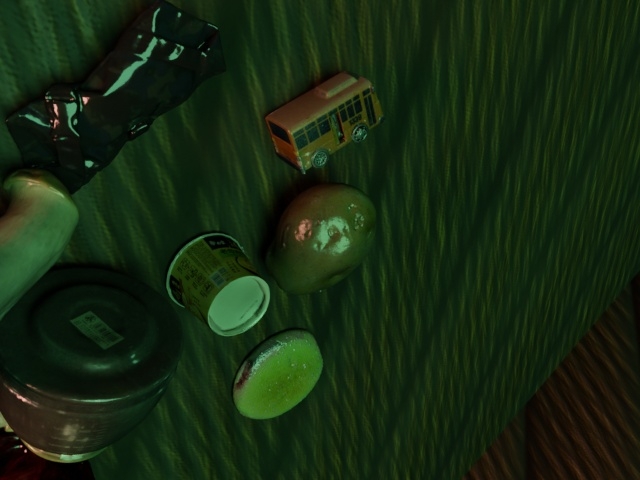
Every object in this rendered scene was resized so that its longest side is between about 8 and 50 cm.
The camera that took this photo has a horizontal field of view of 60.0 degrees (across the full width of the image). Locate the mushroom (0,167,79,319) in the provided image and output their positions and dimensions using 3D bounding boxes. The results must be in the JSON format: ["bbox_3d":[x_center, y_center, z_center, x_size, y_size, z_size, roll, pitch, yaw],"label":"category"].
[{"bbox_3d":[-0.369,0.049,0.613,0.328,0.159,0.122,-73,146,-41],"label":"mushroom"}]

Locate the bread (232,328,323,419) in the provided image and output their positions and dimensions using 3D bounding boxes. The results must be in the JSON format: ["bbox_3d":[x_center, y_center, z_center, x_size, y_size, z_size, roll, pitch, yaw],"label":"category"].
[{"bbox_3d":[-0.082,0.290,1.181,0.229,0.033,0.228,-19,125,-30],"label":"bread"}]

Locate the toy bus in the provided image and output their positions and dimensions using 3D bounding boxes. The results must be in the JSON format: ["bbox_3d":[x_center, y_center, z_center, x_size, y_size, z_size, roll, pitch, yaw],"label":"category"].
[{"bbox_3d":[0.010,-0.203,0.917,0.182,0.091,0.103,-34,133,-17],"label":"toy bus"}]

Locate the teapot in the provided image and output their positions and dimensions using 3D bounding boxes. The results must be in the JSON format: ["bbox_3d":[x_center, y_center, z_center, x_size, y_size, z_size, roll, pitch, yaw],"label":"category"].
[{"bbox_3d":[-0.367,0.196,0.751,0.322,0.239,0.239,-6,132,-44],"label":"teapot"}]

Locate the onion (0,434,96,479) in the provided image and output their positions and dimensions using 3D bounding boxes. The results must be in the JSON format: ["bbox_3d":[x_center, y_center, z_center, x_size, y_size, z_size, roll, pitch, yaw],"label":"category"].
[{"bbox_3d":[-0.467,0.414,0.815,0.281,0.221,0.280,1,87,-30],"label":"onion"}]

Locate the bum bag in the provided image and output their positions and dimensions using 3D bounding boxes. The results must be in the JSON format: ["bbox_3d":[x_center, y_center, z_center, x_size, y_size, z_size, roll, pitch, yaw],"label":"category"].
[{"bbox_3d":[-0.258,-0.186,0.713,0.310,0.074,0.137,-42,147,-4],"label":"bum bag"}]

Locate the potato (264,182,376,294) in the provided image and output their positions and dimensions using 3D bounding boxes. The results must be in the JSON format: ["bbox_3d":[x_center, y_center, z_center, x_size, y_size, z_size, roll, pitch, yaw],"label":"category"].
[{"bbox_3d":[0.000,0.000,0.993,0.178,0.160,0.235,36,105,-22],"label":"potato"}]

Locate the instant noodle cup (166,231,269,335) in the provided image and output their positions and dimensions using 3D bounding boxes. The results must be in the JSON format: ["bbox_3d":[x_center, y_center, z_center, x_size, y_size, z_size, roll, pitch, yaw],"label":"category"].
[{"bbox_3d":[-0.165,0.079,0.920,0.152,0.122,0.151,-20,129,-27],"label":"instant noodle cup"}]
